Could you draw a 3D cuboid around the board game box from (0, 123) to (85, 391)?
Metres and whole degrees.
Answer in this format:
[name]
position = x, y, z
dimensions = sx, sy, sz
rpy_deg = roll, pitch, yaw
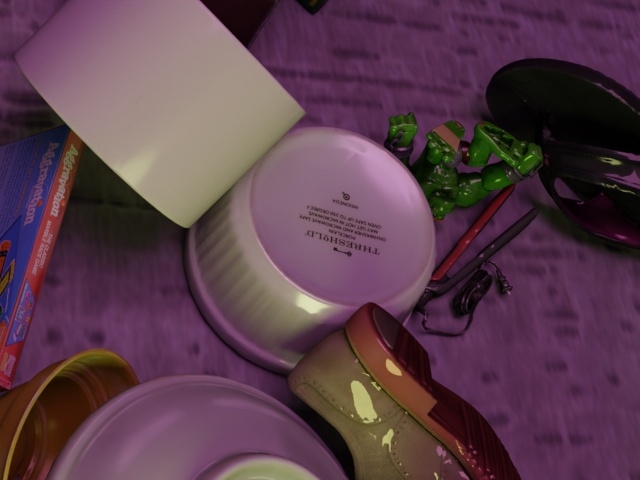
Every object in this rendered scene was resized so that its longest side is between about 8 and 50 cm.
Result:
[board game box]
position = -0.314, 0.021, 1.357
dimensions = 0.027, 0.145, 0.281
rpy_deg = 41, 49, -40

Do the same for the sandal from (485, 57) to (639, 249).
[sandal]
position = 0.374, -0.049, 1.682
dimensions = 0.445, 0.167, 0.107
rpy_deg = 40, 51, -1

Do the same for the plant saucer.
[plant saucer]
position = -0.067, 0.305, 1.270
dimensions = 0.400, 0.100, 0.401
rpy_deg = 19, 60, -37

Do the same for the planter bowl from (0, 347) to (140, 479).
[planter bowl]
position = -0.254, 0.197, 1.292
dimensions = 0.090, 0.217, 0.217
rpy_deg = 10, 52, 25

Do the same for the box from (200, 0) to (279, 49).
[box]
position = -0.137, -0.312, 1.576
dimensions = 0.203, 0.167, 0.168
rpy_deg = 32, 46, -7

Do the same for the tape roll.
[tape roll]
position = -0.157, -0.154, 1.401
dimensions = 0.169, 0.246, 0.246
rpy_deg = -45, 87, 2

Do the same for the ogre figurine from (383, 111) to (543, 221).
[ogre figurine]
position = 0.147, -0.085, 1.624
dimensions = 0.197, 0.118, 0.097
rpy_deg = -11, 63, -36

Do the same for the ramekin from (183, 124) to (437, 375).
[ramekin]
position = 0.000, 0.000, 1.513
dimensions = 0.272, 0.127, 0.273
rpy_deg = 11, 60, -19

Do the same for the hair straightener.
[hair straightener]
position = 0.187, 0.032, 1.629
dimensions = 0.089, 0.047, 0.230
rpy_deg = 43, 55, 2

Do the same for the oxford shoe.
[oxford shoe]
position = 0.104, 0.221, 1.455
dimensions = 0.348, 0.130, 0.123
rpy_deg = 51, 15, -15

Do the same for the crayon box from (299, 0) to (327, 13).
[crayon box]
position = -0.035, -0.479, 1.603
dimensions = 0.313, 0.363, 0.106
rpy_deg = 41, 56, 0
